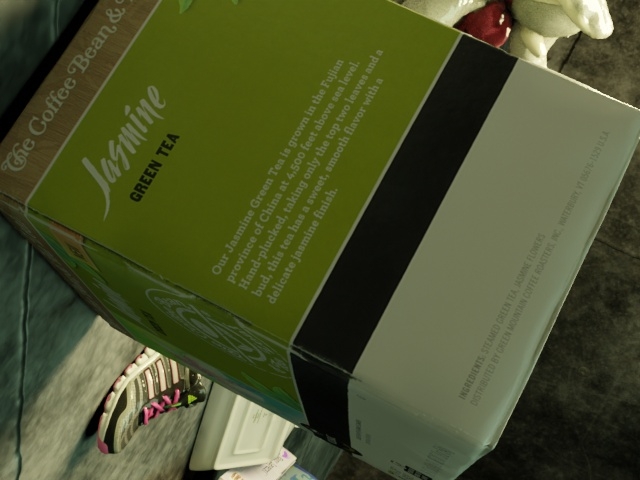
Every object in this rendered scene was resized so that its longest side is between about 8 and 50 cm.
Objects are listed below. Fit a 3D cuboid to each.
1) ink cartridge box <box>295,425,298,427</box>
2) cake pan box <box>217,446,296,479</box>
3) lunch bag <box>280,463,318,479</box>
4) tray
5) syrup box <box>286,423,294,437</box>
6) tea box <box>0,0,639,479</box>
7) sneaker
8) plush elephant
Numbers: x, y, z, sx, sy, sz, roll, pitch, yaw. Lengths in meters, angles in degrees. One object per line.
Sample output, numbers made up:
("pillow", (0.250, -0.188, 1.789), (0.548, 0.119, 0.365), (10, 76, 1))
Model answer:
("ink cartridge box", (-0.022, 0.189, 1.719), (0.225, 0.056, 0.181), (-78, -176, -73))
("cake pan box", (-0.162, 0.442, 1.587), (0.246, 0.070, 0.267), (-49, 171, 13))
("lunch bag", (-0.071, 0.562, 2.201), (0.129, 0.151, 0.096), (-55, 167, -36))
("tray", (-0.089, 0.238, 1.414), (0.145, 0.030, 0.270), (-2, 132, -27))
("syrup box", (-0.066, 0.210, 1.515), (0.093, 0.096, 0.237), (-51, 164, -52))
("tea box", (0.000, 0.000, 0.706), (0.220, 0.323, 0.329), (-60, 168, -16))
("sneaker", (-0.155, 0.150, 1.012), (0.170, 0.075, 0.063), (-54, 166, -37))
("plush elephant", (0.189, -0.264, 1.100), (0.272, 0.255, 0.330), (-57, 167, -48))
